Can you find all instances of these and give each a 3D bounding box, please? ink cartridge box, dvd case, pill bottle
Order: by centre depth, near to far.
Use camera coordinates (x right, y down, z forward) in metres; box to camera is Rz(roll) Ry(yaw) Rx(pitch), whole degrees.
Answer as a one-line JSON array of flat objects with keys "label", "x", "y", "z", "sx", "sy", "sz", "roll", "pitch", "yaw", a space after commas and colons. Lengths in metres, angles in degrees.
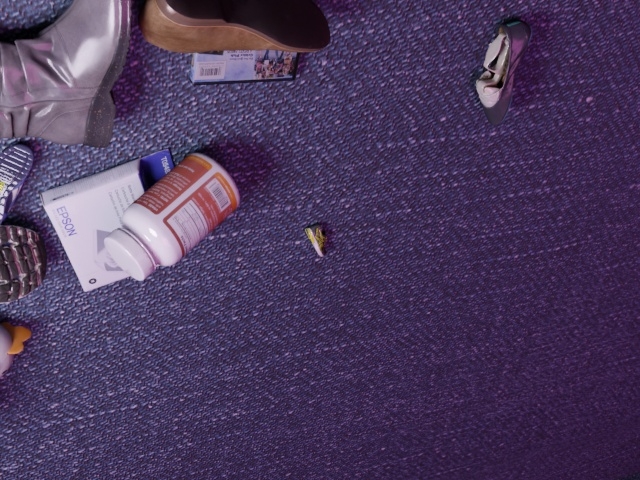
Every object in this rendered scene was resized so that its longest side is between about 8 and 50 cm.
[{"label": "dvd case", "x": -0.102, "y": -0.354, "z": 1.446, "sx": 0.180, "sy": 0.022, "sz": 0.253, "roll": -7, "pitch": 133, "yaw": -24}, {"label": "pill bottle", "x": -0.245, "y": -0.037, "z": 1.544, "sx": 0.216, "sy": 0.121, "sz": 0.121, "roll": -44, "pitch": 144, "yaw": -25}, {"label": "ink cartridge box", "x": -0.335, "y": -0.030, "z": 1.612, "sx": 0.224, "sy": 0.045, "sz": 0.223, "roll": -22, "pitch": 138, "yaw": -10}]

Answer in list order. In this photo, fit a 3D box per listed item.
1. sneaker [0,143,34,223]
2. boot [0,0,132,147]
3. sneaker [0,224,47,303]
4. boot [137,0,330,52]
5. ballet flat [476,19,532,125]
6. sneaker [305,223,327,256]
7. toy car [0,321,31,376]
[{"label": "sneaker", "x": -0.491, "y": -0.089, "z": 1.466, "sx": 0.053, "sy": 0.059, "sz": 0.144, "roll": 30, "pitch": 100, "yaw": -10}, {"label": "boot", "x": -0.389, "y": -0.267, "z": 1.306, "sx": 0.222, "sy": 0.118, "sz": 0.338, "roll": 1, "pitch": 126, "yaw": -24}, {"label": "sneaker", "x": -0.595, "y": 0.045, "z": 1.493, "sx": 0.330, "sy": 0.147, "sz": 0.130, "roll": -13, "pitch": 106, "yaw": -41}, {"label": "boot", "x": -0.125, "y": -0.325, "z": 1.395, "sx": 0.305, "sy": 0.112, "sz": 0.115, "roll": 1, "pitch": 160, "yaw": -37}, {"label": "ballet flat", "x": 0.319, "y": -0.303, "z": 1.702, "sx": 0.074, "sy": 0.074, "sz": 0.203, "roll": -4, "pitch": 126, "yaw": -27}, {"label": "sneaker", "x": 0.000, "y": 0.000, "z": 1.843, "sx": 0.035, "sy": 0.031, "sz": 0.083, "roll": -30, "pitch": 139, "yaw": -1}, {"label": "toy car", "x": -0.602, "y": 0.216, "z": 1.603, "sx": 0.238, "sy": 0.210, "sz": 0.219, "roll": -30, "pitch": 128, "yaw": -20}]
